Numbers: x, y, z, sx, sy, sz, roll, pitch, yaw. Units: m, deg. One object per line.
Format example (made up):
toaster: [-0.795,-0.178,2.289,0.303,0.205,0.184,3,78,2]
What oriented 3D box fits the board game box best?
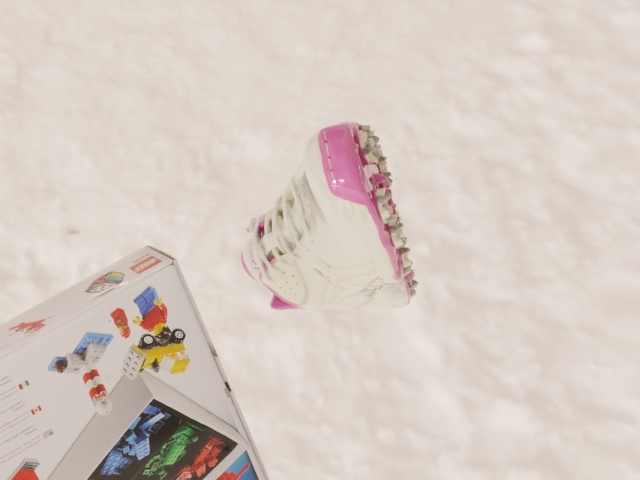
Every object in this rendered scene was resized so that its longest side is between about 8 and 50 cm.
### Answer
board game box: [-0.193,0.159,0.850,0.305,0.193,0.053,-30,25,-22]

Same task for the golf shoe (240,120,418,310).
golf shoe: [0.000,0.000,1.073,0.140,0.306,0.115,-13,70,2]
